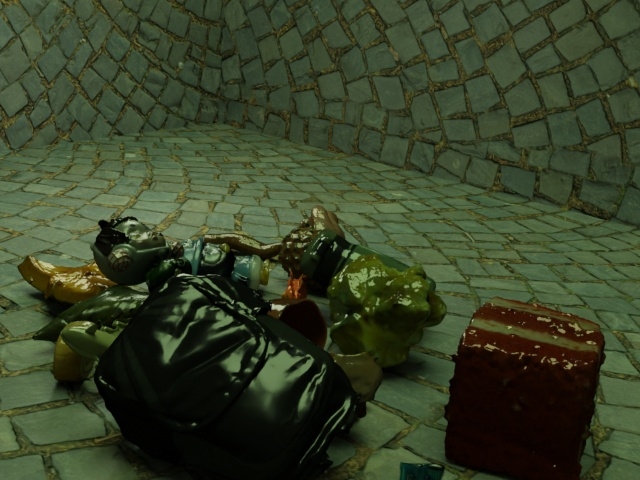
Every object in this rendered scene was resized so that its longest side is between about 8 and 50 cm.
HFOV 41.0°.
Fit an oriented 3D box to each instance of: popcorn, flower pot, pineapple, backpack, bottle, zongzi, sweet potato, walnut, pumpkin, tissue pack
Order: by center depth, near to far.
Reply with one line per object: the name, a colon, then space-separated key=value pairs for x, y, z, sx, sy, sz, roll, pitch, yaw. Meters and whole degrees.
tissue pack: x=0.181 y=0.438 z=1.553 sx=0.085 sy=0.027 sz=0.138 roll=8 pitch=15 yaw=8
backpack: x=-0.157 y=0.271 z=1.561 sx=0.446 sy=0.254 sz=0.363 roll=28 pitch=68 yaw=25
walnut: x=0.011 y=0.302 z=1.716 sx=0.204 sy=0.141 sz=0.238 roll=11 pitch=-22 yaw=-1
flower pot: x=-0.108 y=0.217 z=1.930 sx=0.173 sy=0.190 sz=0.191 roll=3 pitch=13 yaw=39
zongzi: x=-0.467 y=0.198 z=1.936 sx=0.251 sy=0.125 sz=0.274 roll=10 pitch=19 yaw=33
popcorn: x=0.143 y=0.156 z=1.992 sx=0.277 sy=0.276 sz=0.225 roll=9 pitch=11 yaw=11
bottle: x=0.113 y=0.097 z=2.194 sx=0.347 sy=0.168 sz=0.168 roll=29 pitch=23 yaw=8
pumpkin: x=-0.609 y=0.103 z=2.227 sx=0.290 sy=0.095 sz=0.258 roll=-2 pitch=21 yaw=-39
pineapple: x=0.046 y=0.092 z=2.388 sx=0.361 sy=0.175 sz=0.175 roll=35 pitch=31 yaw=28
sweet potato: x=-0.220 y=0.018 z=2.642 sx=0.282 sy=0.067 sz=0.059 roll=10 pitch=-25 yaw=12

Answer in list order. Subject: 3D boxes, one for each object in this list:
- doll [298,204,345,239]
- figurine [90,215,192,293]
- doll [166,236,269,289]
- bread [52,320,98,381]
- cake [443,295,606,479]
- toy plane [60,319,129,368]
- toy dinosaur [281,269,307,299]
doll: x=0.000 y=0.000 z=2.661 sx=0.156 sy=0.201 sz=0.303 roll=-30 pitch=7 yaw=12
figurine: x=-0.429 y=0.070 z=2.155 sx=0.370 sy=0.167 sz=0.281 roll=35 pitch=19 yaw=18
doll: x=-0.297 y=0.068 z=2.352 sx=0.314 sy=0.141 sz=0.177 roll=7 pitch=22 yaw=-7
bread: x=-0.513 y=0.233 z=1.818 sx=0.073 sy=0.122 sz=0.149 roll=8 pitch=20 yaw=-1
cake: x=0.412 y=0.282 z=1.699 sx=0.270 sy=0.269 sz=0.319 roll=11 pitch=20 yaw=18
toy plane: x=-0.407 y=0.233 z=1.755 sx=0.256 sy=0.104 sz=0.241 roll=38 pitch=32 yaw=-32
toy dinosaur: x=-0.063 y=0.139 z=2.240 sx=0.071 sy=0.117 sz=0.288 roll=3 pitch=16 yaw=-8
